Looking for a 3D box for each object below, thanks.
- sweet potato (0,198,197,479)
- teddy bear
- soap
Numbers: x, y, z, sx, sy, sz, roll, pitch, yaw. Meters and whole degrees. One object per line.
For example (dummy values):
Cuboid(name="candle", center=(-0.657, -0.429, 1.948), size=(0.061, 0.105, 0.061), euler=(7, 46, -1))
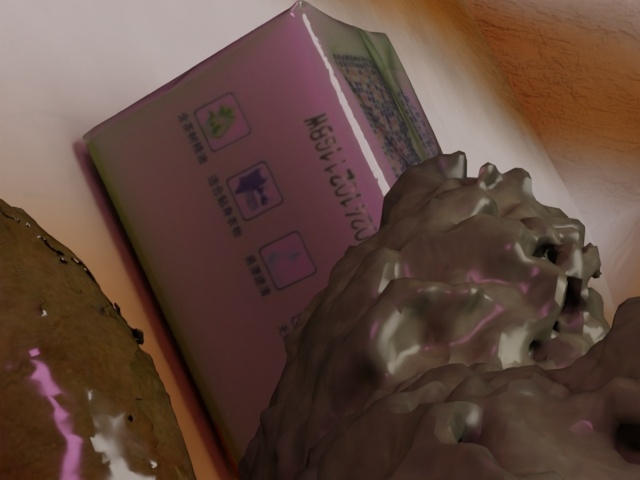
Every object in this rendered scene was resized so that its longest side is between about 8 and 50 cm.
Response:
Cuboid(name="sweet potato", center=(-0.083, 0.092, 0.362), size=(0.124, 0.098, 0.310), euler=(37, 28, -47))
Cuboid(name="teddy bear", center=(0.071, 0.115, 0.422), size=(0.224, 0.357, 0.368), euler=(30, 33, -17))
Cuboid(name="soap", center=(0.000, 0.000, 0.693), size=(0.199, 0.138, 0.182), euler=(65, 14, 2))
